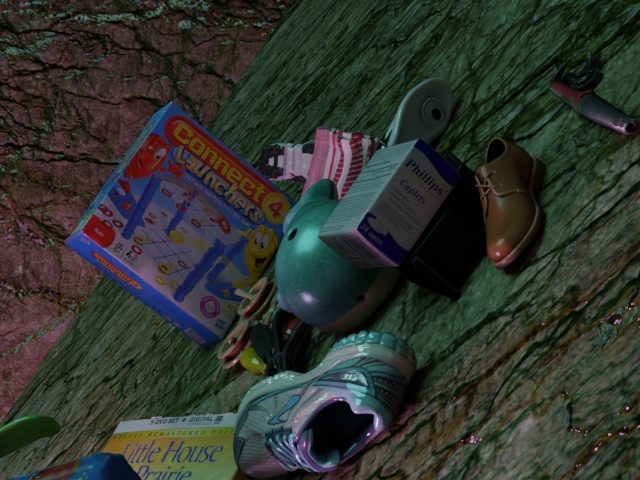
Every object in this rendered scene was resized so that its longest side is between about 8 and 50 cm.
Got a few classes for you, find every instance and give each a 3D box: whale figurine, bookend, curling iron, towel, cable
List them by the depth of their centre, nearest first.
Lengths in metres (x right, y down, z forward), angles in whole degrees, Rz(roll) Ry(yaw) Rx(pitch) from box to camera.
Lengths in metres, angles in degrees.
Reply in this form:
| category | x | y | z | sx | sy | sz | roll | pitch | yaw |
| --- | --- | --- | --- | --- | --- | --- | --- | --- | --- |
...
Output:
| category | x | y | z | sx | sy | sz | roll | pitch | yaw |
| --- | --- | --- | --- | --- | --- | --- | --- | --- | --- |
| curling iron | 0.312 | -0.166 | 1.535 | 0.068 | 0.035 | 0.274 | -48 | 14 | 14 |
| bookend | 0.155 | -0.021 | 1.592 | 0.157 | 0.072 | 0.156 | -52 | 15 | -5 |
| whale figurine | 0.000 | 0.000 | 1.786 | 0.216 | 0.141 | 0.272 | -50 | 32 | 14 |
| cable | -0.044 | 0.166 | 1.815 | 0.139 | 0.072 | 0.287 | -37 | 23 | 5 |
| towel | 0.013 | -0.051 | 2.027 | 0.329 | 0.037 | 0.237 | -151 | 77 | -75 |

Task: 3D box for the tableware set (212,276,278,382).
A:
| category | x | y | z | sx | sy | sz | roll | pitch | yaw |
| --- | --- | --- | --- | --- | --- | --- | --- | --- | --- |
| tableware set | -0.121 | 0.122 | 2.108 | 0.128 | 0.039 | 0.194 | -41 | 17 | 36 |

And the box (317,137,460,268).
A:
| category | x | y | z | sx | sy | sz | roll | pitch | yaw |
| --- | --- | --- | --- | --- | --- | --- | --- | --- | --- |
| box | 0.079 | -0.041 | 1.574 | 0.137 | 0.072 | 0.126 | -55 | 16 | -15 |

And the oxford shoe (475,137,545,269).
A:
| category | x | y | z | sx | sy | sz | roll | pitch | yaw |
| --- | --- | --- | --- | --- | --- | --- | --- | --- | --- |
| oxford shoe | 0.201 | -0.044 | 1.505 | 0.076 | 0.076 | 0.212 | -42 | 19 | 29 |

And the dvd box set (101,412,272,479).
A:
| category | x | y | z | sx | sy | sz | roll | pitch | yaw |
| --- | --- | --- | --- | --- | --- | --- | --- | --- | --- |
| dvd box set | -0.237 | 0.398 | 1.643 | 0.307 | 0.062 | 0.420 | -10 | 41 | 44 |

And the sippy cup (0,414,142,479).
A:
| category | x | y | z | sx | sy | sz | roll | pitch | yaw |
| --- | --- | --- | --- | --- | --- | --- | --- | --- | --- |
| sippy cup | -0.297 | 0.353 | 1.502 | 0.224 | 0.306 | 0.240 | -25 | 2 | 6 |

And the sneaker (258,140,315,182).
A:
| category | x | y | z | sx | sy | sz | roll | pitch | yaw |
| --- | --- | --- | --- | --- | --- | --- | --- | --- | --- |
| sneaker | 0.002 | -0.132 | 2.322 | 0.234 | 0.106 | 0.078 | 7 | 93 | 49 |

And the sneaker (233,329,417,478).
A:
| category | x | y | z | sx | sy | sz | roll | pitch | yaw |
| --- | --- | --- | --- | --- | --- | --- | --- | --- | --- |
| sneaker | -0.015 | 0.206 | 1.495 | 0.283 | 0.110 | 0.122 | -40 | 21 | 38 |

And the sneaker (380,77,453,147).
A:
| category | x | y | z | sx | sy | sz | roll | pitch | yaw |
| --- | --- | --- | --- | --- | --- | --- | --- | --- | --- |
| sneaker | 0.112 | -0.146 | 2.015 | 0.121 | 0.079 | 0.217 | -23 | 33 | 59 |

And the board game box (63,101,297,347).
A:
| category | x | y | z | sx | sy | sz | roll | pitch | yaw |
| --- | --- | --- | --- | --- | --- | --- | --- | --- | --- |
| board game box | -0.231 | -0.027 | 2.328 | 0.086 | 0.308 | 0.302 | -26 | 30 | 57 |

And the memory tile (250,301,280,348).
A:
| category | x | y | z | sx | sy | sz | roll | pitch | yaw |
| --- | --- | --- | --- | --- | --- | --- | --- | --- | --- |
| memory tile | -0.076 | 0.123 | 2.074 | 0.148 | 0.012 | 0.113 | -55 | 14 | -13 |
